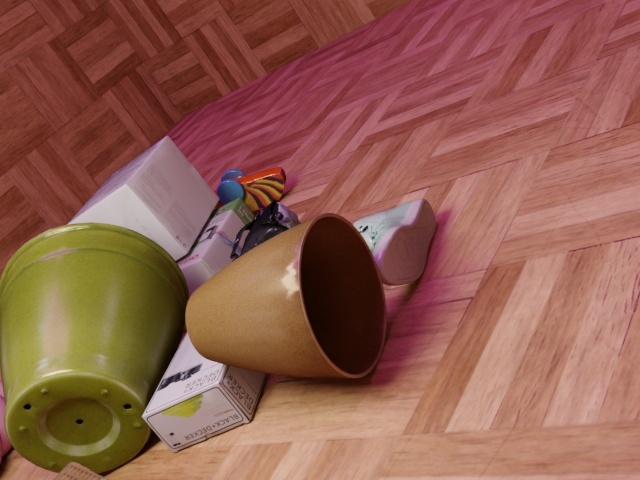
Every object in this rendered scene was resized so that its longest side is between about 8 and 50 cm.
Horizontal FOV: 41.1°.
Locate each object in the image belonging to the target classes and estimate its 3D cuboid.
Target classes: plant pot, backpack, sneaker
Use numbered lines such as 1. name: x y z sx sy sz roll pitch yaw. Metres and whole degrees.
1. plant pot: -0.421 0.215 1.538 0.366 0.366 0.353 -31 32 11
2. backpack: -0.100 -0.002 1.779 0.152 0.115 0.182 -40 16 18
3. plant pot: -0.069 0.102 1.270 0.254 0.237 0.237 -14 28 29
4. sneaker: 0.098 0.020 1.445 0.151 0.094 0.256 -18 16 27

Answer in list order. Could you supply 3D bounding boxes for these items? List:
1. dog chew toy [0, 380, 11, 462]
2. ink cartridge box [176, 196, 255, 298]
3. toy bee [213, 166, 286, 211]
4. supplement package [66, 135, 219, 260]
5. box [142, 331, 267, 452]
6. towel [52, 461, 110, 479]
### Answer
1. dog chew toy: -0.740 0.403 1.795 0.206 0.207 0.332 -30 13 15
2. ink cartridge box: -0.266 0.048 1.940 0.201 0.117 0.278 -25 22 27
3. toy bee: -0.229 -0.103 2.228 0.298 0.162 0.195 5 28 24
4. supplement package: -0.393 -0.064 1.929 0.198 0.199 0.263 -30 20 25
5. box: -0.171 0.210 1.459 0.169 0.087 0.290 -26 22 25
6. towel: -0.414 0.464 1.136 0.370 0.040 0.271 -46 24 -27
